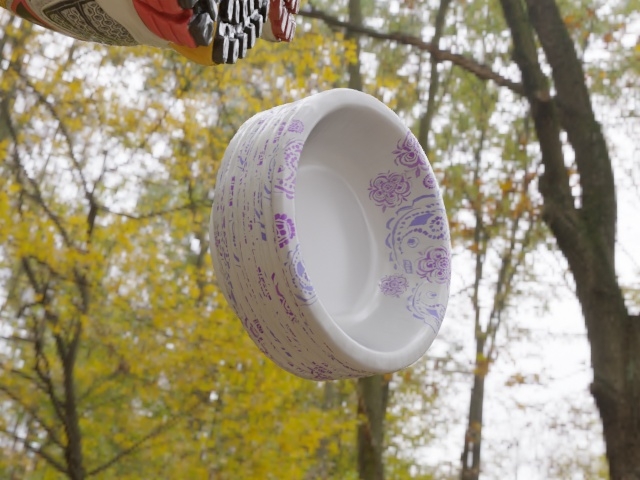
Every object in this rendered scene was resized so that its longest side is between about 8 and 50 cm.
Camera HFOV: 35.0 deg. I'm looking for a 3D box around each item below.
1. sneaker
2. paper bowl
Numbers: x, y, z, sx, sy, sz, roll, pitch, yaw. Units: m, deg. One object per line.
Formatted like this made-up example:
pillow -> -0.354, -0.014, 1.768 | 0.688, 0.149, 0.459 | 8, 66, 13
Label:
sneaker -> -0.058, -0.123, 0.405 | 0.093, 0.088, 0.225 | 7, 15, 8
paper bowl -> 0.000, 0.000, 1.027 | 0.148, 0.284, 0.284 | -12, -35, 36
